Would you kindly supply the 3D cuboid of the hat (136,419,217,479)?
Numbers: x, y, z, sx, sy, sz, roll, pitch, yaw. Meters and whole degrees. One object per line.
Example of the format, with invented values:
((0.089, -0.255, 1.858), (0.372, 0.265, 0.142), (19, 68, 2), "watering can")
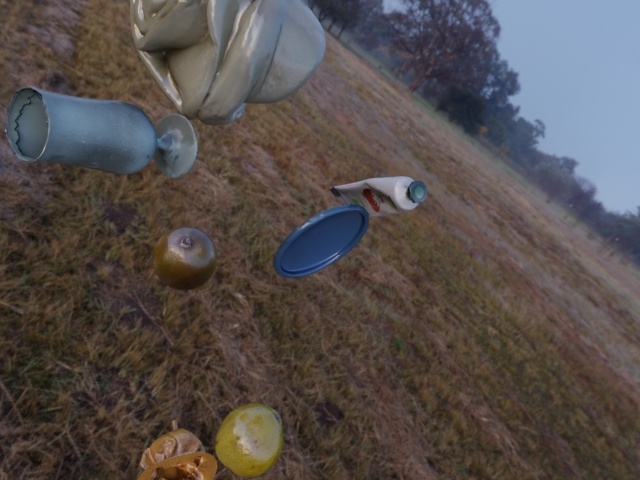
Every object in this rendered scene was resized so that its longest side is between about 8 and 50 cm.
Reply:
((-0.470, 0.674, 1.488), (0.233, 0.244, 0.233), (26, 17, -30), "hat")

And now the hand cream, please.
((0.142, -0.108, 1.169), (0.121, 0.076, 0.336), (54, -23, -18), "hand cream")

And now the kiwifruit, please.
((-0.416, 0.054, 1.407), (0.195, 0.234, 0.196), (9, 62, -18), "kiwifruit")

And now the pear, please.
((-0.207, 0.596, 1.381), (0.208, 0.209, 0.209), (37, 18, -14), "pear")

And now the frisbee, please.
((-0.002, -0.004, 1.196), (0.289, 0.289, 0.049), (13, 39, -57), "frisbee")

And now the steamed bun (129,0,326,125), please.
((-0.207, -0.425, 0.864), (0.368, 0.342, 0.255), (58, 12, 17), "steamed bun")

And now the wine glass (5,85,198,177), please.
((-0.285, -0.141, 0.622), (0.103, 0.103, 0.231), (47, 23, 16), "wine glass")
